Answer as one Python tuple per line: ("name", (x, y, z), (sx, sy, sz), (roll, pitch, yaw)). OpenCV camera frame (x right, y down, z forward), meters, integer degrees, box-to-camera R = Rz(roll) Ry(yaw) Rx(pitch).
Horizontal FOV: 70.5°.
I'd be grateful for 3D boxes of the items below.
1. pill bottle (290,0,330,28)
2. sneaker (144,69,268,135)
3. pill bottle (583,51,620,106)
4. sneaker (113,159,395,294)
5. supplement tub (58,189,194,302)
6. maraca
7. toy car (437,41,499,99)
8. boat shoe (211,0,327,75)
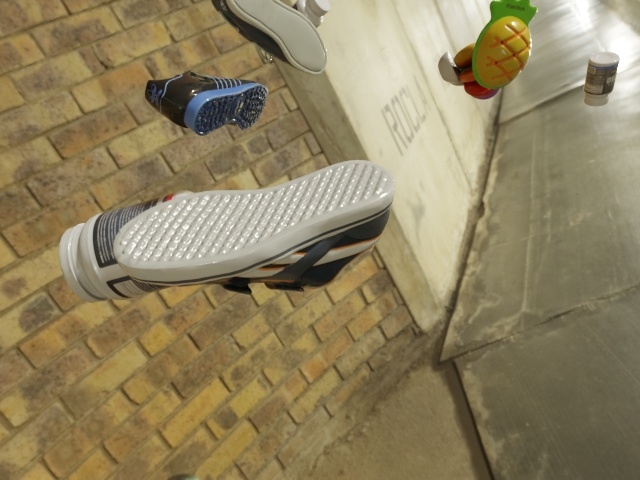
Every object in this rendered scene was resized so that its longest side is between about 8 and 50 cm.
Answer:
("pill bottle", (-0.053, -0.660, 1.349), (0.169, 0.094, 0.094), (-24, 15, 42))
("sneaker", (-0.157, -0.212, 0.670), (0.081, 0.091, 0.232), (-63, -6, 23))
("pill bottle", (0.812, -0.466, 1.315), (0.078, 0.137, 0.078), (-10, 44, 10))
("sneaker", (-0.063, 0.007, 0.540), (0.321, 0.127, 0.126), (-14, 47, -12))
("supplement tub", (-0.368, 0.016, 0.952), (0.272, 0.191, 0.191), (-15, 16, 3))
("maraca", (0.376, -0.407, 0.929), (0.127, 0.185, 0.099), (-2, 29, -18))
("toy car", (0.382, -0.406, 1.086), (0.159, 0.136, 0.182), (-21, 1, 29))
("boat shoe", (-0.091, -0.394, 0.859), (0.079, 0.095, 0.255), (15, 0, 45))
